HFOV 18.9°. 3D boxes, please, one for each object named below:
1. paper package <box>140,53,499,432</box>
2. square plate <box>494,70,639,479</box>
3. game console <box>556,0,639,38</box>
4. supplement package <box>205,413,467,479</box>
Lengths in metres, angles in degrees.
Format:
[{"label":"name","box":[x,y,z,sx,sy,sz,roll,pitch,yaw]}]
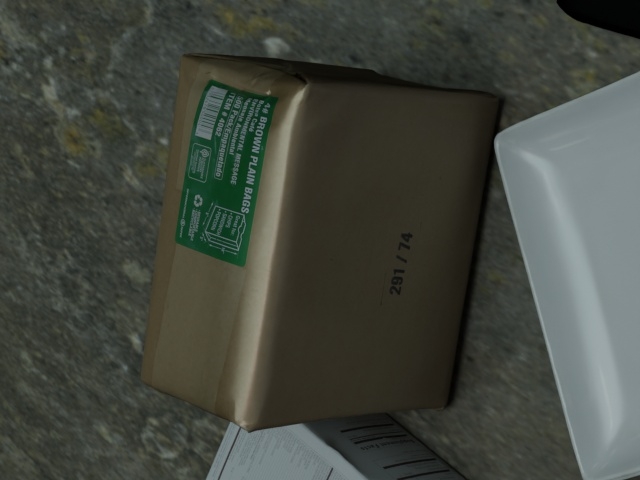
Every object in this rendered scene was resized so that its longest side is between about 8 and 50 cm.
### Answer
[{"label":"paper package","box":[0.000,0.000,1.821,0.168,0.309,0.325,17,102,39]},{"label":"square plate","box":[0.328,0.015,1.697,0.344,0.049,0.347,-23,77,45]},{"label":"game console","box":[0.337,-0.350,1.692,0.213,0.044,0.361,21,105,38]},{"label":"supplement package","box":[0.025,0.254,1.925,0.244,0.134,0.139,38,115,33]}]
